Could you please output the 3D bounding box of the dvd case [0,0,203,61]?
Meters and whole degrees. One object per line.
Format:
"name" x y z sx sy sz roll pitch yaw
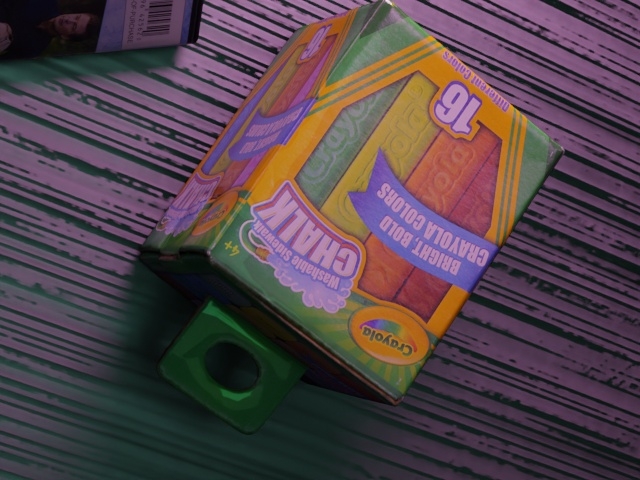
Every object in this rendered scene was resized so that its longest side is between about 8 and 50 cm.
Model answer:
"dvd case" -0.170 -0.162 0.774 0.253 0.022 0.180 -8 135 -22

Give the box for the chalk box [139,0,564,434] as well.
"chalk box" 0.000 0.000 0.844 0.132 0.132 0.213 37 77 -18
